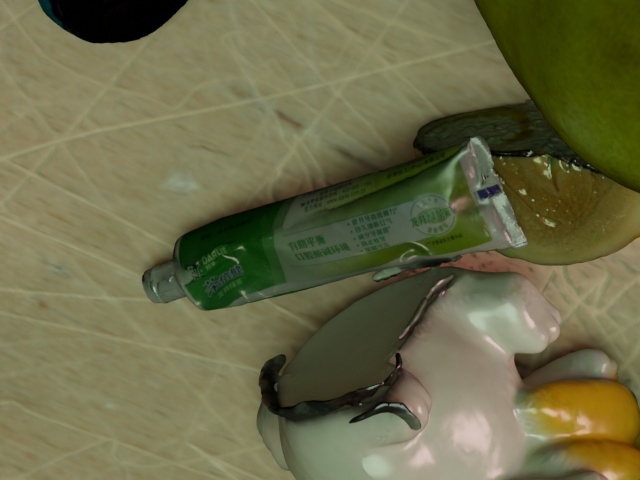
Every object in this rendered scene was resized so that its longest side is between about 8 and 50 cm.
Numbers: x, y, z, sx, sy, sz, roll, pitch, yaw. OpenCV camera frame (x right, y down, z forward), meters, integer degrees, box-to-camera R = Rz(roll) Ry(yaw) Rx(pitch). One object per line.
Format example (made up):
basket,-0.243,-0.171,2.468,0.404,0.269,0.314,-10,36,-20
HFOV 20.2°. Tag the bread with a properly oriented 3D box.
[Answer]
bread,0.141,-0.030,1.090,0.157,0.083,0.094,-4,111,18

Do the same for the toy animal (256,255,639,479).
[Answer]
toy animal,0.090,0.177,1.116,0.247,0.183,0.310,-23,111,13

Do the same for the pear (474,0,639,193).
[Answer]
pear,0.237,-0.140,0.965,0.321,0.269,0.269,29,108,16

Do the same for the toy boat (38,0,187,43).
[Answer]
toy boat,-0.090,-0.260,1.022,0.092,0.134,0.299,39,111,28

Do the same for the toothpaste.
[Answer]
toothpaste,0.000,0.000,1.094,0.248,0.047,0.078,-16,112,25
